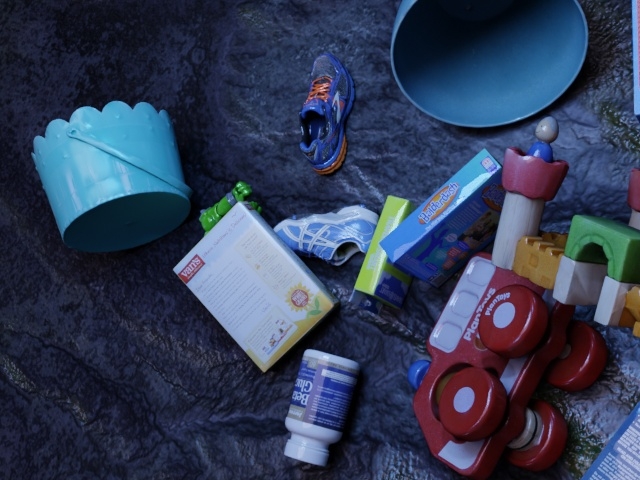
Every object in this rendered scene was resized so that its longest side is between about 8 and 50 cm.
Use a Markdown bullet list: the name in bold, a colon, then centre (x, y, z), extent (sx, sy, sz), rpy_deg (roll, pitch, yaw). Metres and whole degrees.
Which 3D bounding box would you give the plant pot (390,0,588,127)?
- **plant pot**: centre (0.251, -0.349, 1.546), extent (0.290, 0.290, 0.195), rpy_deg (-23, 42, 23)

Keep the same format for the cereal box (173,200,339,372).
- **cereal box**: centre (-0.109, 0.076, 1.678), extent (0.173, 0.047, 0.240), rpy_deg (-44, 81, 14)

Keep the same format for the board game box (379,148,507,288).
- **board game box**: centre (0.210, -0.028, 1.508), extent (0.210, 0.160, 0.047), rpy_deg (-42, 57, 12)

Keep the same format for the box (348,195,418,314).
- **box**: centre (0.114, 0.030, 1.577), extent (0.042, 0.109, 0.178), rpy_deg (17, 83, 33)

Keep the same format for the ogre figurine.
- **ogre figurine**: centre (-0.156, 0.003, 1.755), extent (0.118, 0.097, 0.197), rpy_deg (-9, 110, 33)

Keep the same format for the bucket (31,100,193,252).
- **bucket**: centre (-0.375, -0.110, 1.834), extent (0.281, 0.281, 0.183), rpy_deg (-28, 70, 21)

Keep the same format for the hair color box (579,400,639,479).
- **hair color box**: centre (0.428, 0.291, 1.255), extent (0.105, 0.174, 0.347), rpy_deg (40, 95, 36)

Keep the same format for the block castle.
- **block castle**: centre (0.440, -0.005, 1.180), extent (0.453, 0.303, 0.212), rpy_deg (-144, 63, -63)

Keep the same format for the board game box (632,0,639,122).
- **board game box**: centre (0.571, -0.316, 1.316), extent (0.302, 0.086, 0.308), rpy_deg (-2, 84, 24)

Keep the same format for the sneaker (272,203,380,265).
- **sneaker**: centre (0.000, 0.000, 1.675), extent (0.211, 0.080, 0.081), rpy_deg (-14, 64, 28)

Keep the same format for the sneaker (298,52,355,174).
- **sneaker**: centre (0.006, -0.231, 1.747), extent (0.083, 0.087, 0.221), rpy_deg (-9, 69, 28)

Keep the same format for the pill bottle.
- **pill bottle**: centre (-0.002, 0.264, 1.576), extent (0.094, 0.094, 0.169), rpy_deg (9, 79, 33)

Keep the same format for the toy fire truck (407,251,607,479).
- **toy fire truck**: centre (0.240, 0.178, 1.438), extent (0.254, 0.169, 0.302), rpy_deg (24, 86, 59)
